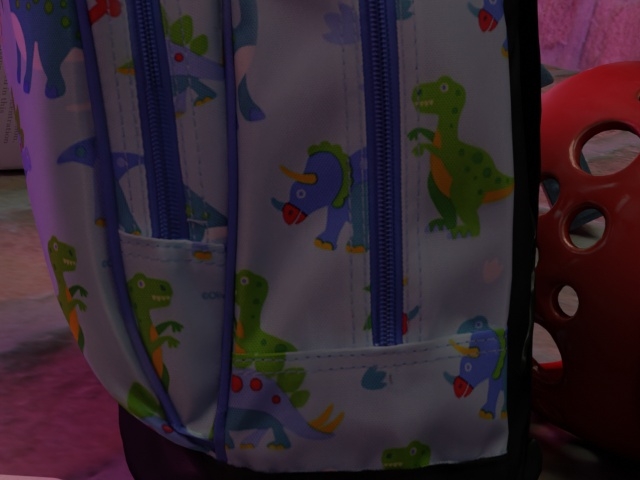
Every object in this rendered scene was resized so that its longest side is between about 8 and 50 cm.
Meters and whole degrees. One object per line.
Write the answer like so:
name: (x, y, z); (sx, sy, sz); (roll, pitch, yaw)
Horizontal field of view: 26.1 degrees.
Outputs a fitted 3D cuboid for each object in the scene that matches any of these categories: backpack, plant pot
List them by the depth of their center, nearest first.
backpack: (-0.022, -0.081, 0.570); (0.273, 0.355, 0.290); (9, 16, -10)
plant pot: (0.186, 0.026, 0.678); (0.191, 0.191, 0.174); (1, 23, -37)

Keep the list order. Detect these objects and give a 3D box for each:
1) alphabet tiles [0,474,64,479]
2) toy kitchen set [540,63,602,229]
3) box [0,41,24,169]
alphabet tiles: (-0.201, 0.098, 0.407); (0.284, 0.021, 0.278); (8, 15, -17)
toy kitchen set: (0.121, -0.056, 1.186); (0.207, 0.166, 0.122); (-23, 12, 8)
box: (-0.233, -0.164, 1.077); (0.215, 0.168, 0.345); (23, 17, 35)
